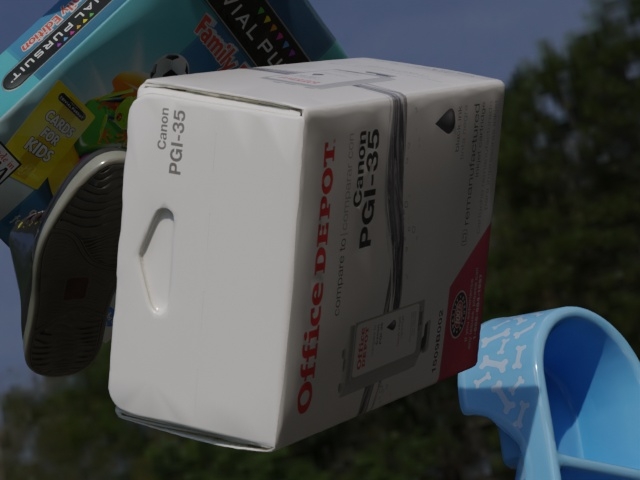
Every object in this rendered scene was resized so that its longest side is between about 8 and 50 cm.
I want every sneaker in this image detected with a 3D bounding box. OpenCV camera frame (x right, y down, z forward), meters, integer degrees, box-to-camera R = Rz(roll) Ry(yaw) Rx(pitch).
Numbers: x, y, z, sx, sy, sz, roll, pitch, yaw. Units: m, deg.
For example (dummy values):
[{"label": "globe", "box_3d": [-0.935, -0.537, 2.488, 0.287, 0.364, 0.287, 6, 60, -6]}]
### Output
[{"label": "sneaker", "box_3d": [-0.198, -0.010, 1.525, 0.083, 0.118, 0.222, 3, -47, -27]}]

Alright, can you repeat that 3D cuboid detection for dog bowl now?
[{"label": "dog bowl", "box_3d": [0.198, 0.186, 1.513, 0.166, 0.297, 0.074, 15, -32, -39]}]

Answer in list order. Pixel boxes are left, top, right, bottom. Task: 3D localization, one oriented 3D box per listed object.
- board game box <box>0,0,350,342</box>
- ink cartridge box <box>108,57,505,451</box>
[{"label": "board game box", "box_3d": [-0.149, -0.110, 1.711, 0.336, 0.079, 0.254, -44, -47, -5]}, {"label": "ink cartridge box", "box_3d": [0.000, 0.000, 1.229, 0.117, 0.207, 0.283, 11, 13, 27]}]
